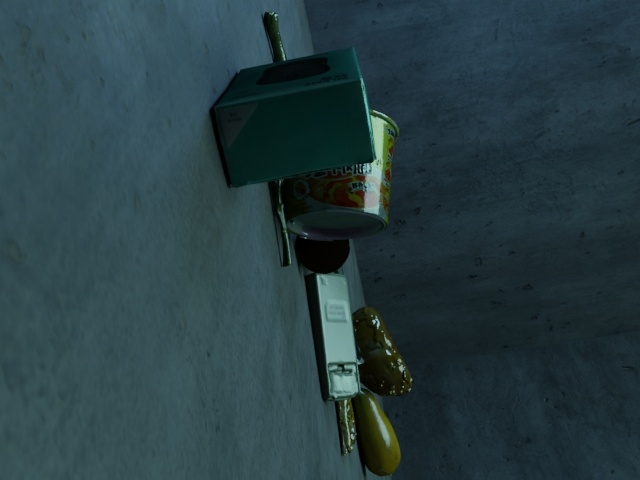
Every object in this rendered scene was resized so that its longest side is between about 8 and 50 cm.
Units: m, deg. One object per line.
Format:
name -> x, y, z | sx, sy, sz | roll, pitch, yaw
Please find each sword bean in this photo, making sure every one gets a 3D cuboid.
sword bean -> -0.094, -0.425, 1.718 | 0.043, 0.038, 0.269 | 46, -24, 51

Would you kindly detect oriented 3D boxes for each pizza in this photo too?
pizza -> 0.063, 0.448, 1.738 | 0.176, 0.036, 0.185 | -87, 165, -67

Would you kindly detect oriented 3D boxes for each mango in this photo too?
mango -> 0.167, 0.594, 2.189 | 0.176, 0.119, 0.317 | -57, 128, -78

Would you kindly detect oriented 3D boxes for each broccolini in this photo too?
broccolini -> -0.075, -0.062, 1.285 | 0.042, 0.044, 0.218 | 126, -39, -76

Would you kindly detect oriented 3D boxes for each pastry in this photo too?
pastry -> 0.168, 0.365, 2.257 | 0.311, 0.162, 0.255 | 62, -2, 22

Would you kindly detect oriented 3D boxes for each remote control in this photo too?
remote control -> 0.028, 0.213, 1.584 | 0.123, 0.038, 0.285 | 7, 71, -50

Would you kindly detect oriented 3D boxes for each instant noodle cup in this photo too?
instant noodle cup -> 0.030, -0.121, 1.392 | 0.264, 0.264, 0.200 | 63, 25, -72

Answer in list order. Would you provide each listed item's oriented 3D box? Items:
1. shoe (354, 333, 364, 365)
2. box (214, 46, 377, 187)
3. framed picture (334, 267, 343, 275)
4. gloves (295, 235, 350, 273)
shoe -> 0.077, 0.298, 2.009 | 0.169, 0.071, 0.099 | -94, 170, -77
box -> -0.031, -0.194, 1.051 | 0.311, 0.205, 0.118 | -87, 164, -66
framed picture -> 0.080, 0.181, 2.518 | 0.265, 0.016, 0.347 | -81, 159, -75
gloves -> 0.000, -0.001, 1.636 | 0.294, 0.116, 0.133 | -112, -162, -85
